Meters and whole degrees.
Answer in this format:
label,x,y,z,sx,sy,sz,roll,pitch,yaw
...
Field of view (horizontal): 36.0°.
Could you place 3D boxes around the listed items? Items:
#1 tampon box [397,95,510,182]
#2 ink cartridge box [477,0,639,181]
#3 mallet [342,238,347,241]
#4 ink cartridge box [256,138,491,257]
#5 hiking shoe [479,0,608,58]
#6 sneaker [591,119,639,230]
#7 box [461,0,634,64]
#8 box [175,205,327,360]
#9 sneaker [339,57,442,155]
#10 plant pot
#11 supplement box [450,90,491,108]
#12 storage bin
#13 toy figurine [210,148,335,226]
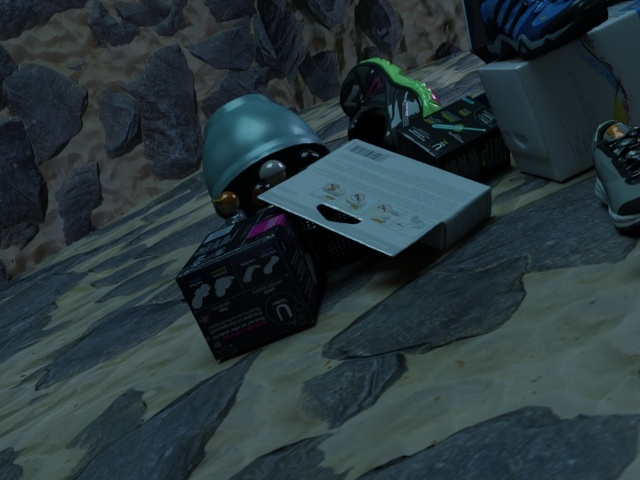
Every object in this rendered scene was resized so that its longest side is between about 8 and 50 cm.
label,x,y,z,sx,sy,sz,roll,pitch,yaw
tampon box,0.239,-0.164,1.750,0.161,0.101,0.120,-28,42,-18
ink cartridge box,0.432,-0.244,1.587,0.270,0.197,0.198,-26,13,-4
mallet,0.000,0.000,1.777,0.062,0.039,0.190,-31,19,-38
ink cartridge box,0.082,-0.052,1.501,0.275,0.060,0.239,24,44,36
hiking shoe,0.317,-0.354,1.494,0.113,0.132,0.304,-29,14,-13
sneaker,0.389,-0.086,1.224,0.100,0.108,0.271,-21,14,6
box,0.488,-0.419,1.824,0.343,0.179,0.312,-23,-33,31
box,-0.096,0.053,1.472,0.163,0.142,0.247,-23,11,10
sneaker,0.132,-0.307,2.357,0.202,0.185,0.483,-32,23,-7
plant pot,-0.150,-0.209,2.255,0.293,0.196,0.293,-26,-20,-10
supplement box,0.348,-0.281,2.170,0.056,0.083,0.083,-31,13,-33
storage bin,0.047,-0.035,1.657,0.180,0.084,0.122,-28,25,-12
toy figurine,-0.093,-0.083,2.017,0.209,0.148,0.213,-32,15,-32
